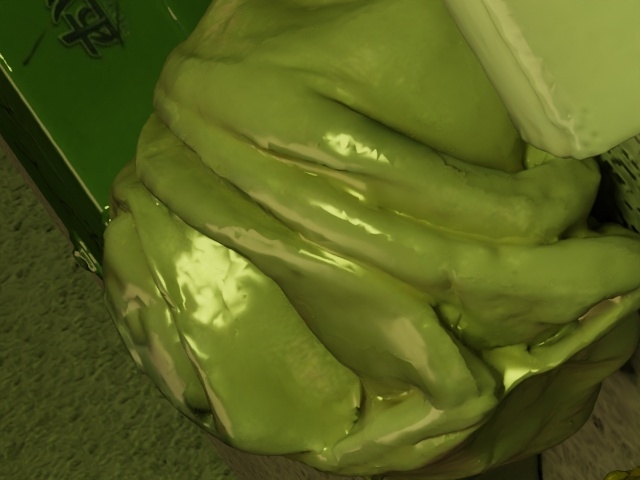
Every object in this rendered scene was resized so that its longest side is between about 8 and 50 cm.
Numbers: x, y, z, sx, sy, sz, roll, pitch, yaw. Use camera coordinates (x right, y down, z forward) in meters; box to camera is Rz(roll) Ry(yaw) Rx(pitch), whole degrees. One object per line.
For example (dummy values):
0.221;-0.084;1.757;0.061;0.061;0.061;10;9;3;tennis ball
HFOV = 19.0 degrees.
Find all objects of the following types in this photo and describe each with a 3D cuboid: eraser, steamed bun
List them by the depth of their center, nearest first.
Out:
0.029;-0.168;0.539;0.270;0.094;0.174;58;-167;-12;eraser
0.000;0.000;0.898;0.268;0.207;0.280;53;166;17;steamed bun

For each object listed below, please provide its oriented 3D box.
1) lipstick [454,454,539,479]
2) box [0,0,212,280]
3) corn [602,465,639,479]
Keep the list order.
0.100;0.159;1.256;0.066;0.068;0.317;50;167;27;lipstick
-0.140;-0.132;1.166;0.329;0.177;0.253;57;170;-4;box
0.198;0.214;0.998;0.231;0.080;0.080;60;168;-28;corn
